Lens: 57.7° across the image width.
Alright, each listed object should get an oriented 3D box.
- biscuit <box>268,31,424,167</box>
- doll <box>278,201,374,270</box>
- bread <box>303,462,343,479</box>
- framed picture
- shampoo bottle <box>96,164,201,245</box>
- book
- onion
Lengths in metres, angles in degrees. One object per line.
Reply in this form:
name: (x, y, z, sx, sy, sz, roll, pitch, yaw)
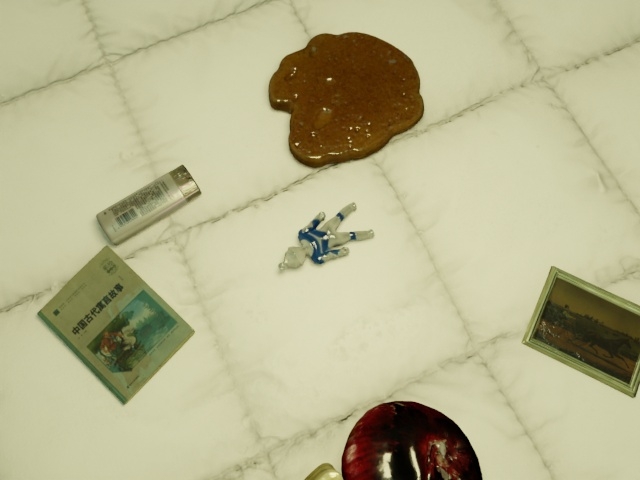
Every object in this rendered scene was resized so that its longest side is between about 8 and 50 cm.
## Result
biscuit: (0.053, -0.337, 1.395, 0.359, 0.074, 0.381, 35, 77, 12)
doll: (0.000, 0.000, 1.292, 0.227, 0.057, 0.114, -28, 80, -18)
bread: (-0.014, 0.476, 1.067, 0.060, 0.178, 0.139, 43, 77, 9)
framed picture: (0.584, 0.190, 1.247, 0.252, 0.014, 0.197, 26, 73, 8)
shampoo bottle: (-0.387, -0.082, 1.317, 0.227, 0.056, 0.086, -34, 73, -10)
book: (-0.438, 0.176, 1.249, 0.283, 0.025, 0.215, 40, 77, 10)
onion: (0.181, 0.405, 1.047, 0.273, 0.285, 0.273, 11, 49, -13)
